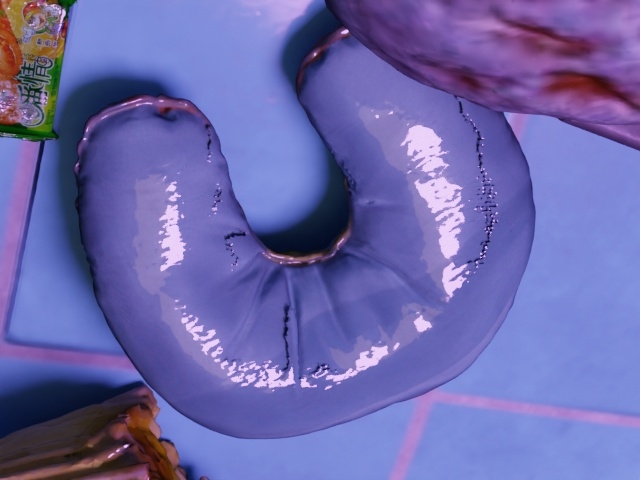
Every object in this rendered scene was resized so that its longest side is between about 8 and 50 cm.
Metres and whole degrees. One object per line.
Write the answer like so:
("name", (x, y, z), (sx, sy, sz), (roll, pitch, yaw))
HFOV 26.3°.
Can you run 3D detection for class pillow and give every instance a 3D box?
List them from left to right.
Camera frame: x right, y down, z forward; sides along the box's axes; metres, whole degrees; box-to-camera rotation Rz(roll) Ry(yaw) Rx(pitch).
("pillow", (0.000, 0.000, 0.708), (0.233, 0.086, 0.214), (-21, 115, -3))

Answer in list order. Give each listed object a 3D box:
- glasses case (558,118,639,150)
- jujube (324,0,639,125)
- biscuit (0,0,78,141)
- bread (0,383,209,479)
("glasses case", (0.216, -0.070, 0.741), (0.191, 0.042, 0.072), (18, 106, -21))
("jujube", (0.141, -0.169, 0.571), (0.308, 0.215, 0.246), (-21, 120, 0))
("biscuit", (-0.145, -0.086, 0.665), (0.046, 0.016, 0.089), (7, 116, -16))
("bread", (-0.096, 0.209, 0.745), (0.133, 0.179, 0.250), (-16, 111, 5))
